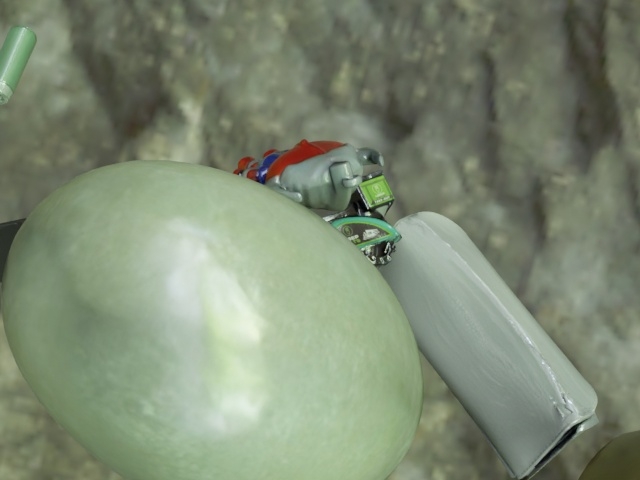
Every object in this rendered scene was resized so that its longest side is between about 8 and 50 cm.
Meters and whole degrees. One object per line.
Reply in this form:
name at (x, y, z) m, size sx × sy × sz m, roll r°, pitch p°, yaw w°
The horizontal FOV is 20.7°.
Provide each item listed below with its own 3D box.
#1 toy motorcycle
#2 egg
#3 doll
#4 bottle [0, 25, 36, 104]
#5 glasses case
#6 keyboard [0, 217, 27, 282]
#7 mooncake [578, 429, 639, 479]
toy motorcycle at (0.000, 0.000, 1.662) m, size 0.100 × 0.173 × 0.058 m, roll 64°, pitch -29°, yaw 13°
egg at (-0.080, 0.080, 1.362) m, size 0.258 × 0.352 × 0.258 m, roll -56°, pitch -169°, yaw 17°
doll at (-0.015, -0.059, 1.546) m, size 0.194 × 0.104 × 0.062 m, roll 11°, pitch -81°, yaw 62°
bottle at (-0.315, -0.178, 1.777) m, size 0.030 × 0.030 × 0.083 m, roll -45°, pitch -156°, yaw 57°
glasses case at (0.174, 0.113, 1.856) m, size 0.308 × 0.083 × 0.128 m, roll 53°, pitch -52°, yaw 28°
keyboard at (-0.301, 0.015, 1.512) m, size 0.196 × 0.074 × 0.015 m, roll -11°, pitch -126°, yaw 20°
mooncake at (0.326, 0.288, 1.465) m, size 0.155 × 0.284 × 0.284 m, roll -21°, pitch -126°, yaw 44°
